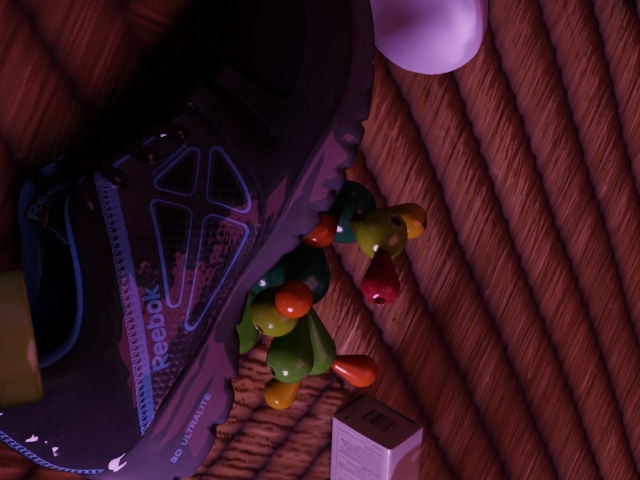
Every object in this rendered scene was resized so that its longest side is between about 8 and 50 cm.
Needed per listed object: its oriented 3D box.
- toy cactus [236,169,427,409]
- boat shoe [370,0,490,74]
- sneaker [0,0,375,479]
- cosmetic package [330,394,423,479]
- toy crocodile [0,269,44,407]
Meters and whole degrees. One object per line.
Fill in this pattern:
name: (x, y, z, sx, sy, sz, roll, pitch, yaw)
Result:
toy cactus: (0.000, 0.000, 1.013, 0.219, 0.112, 0.181, 130, -34, -63)
boat shoe: (0.063, -0.244, 0.970, 0.102, 0.108, 0.301, -65, 152, -42)
sneaker: (-0.079, -0.031, 0.906, 0.139, 0.125, 0.341, 26, 81, -35)
cosmetic package: (0.041, 0.182, 1.260, 0.041, 0.060, 0.115, -29, 135, -40)
toy crocodile: (-0.182, 0.122, 0.784, 0.115, 0.105, 0.341, -8, 87, -10)
